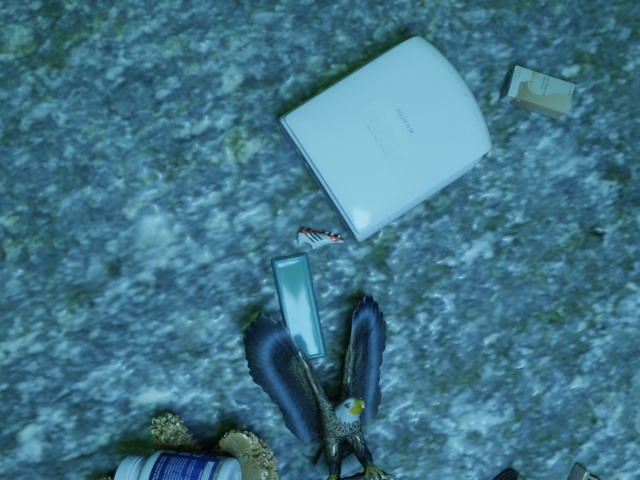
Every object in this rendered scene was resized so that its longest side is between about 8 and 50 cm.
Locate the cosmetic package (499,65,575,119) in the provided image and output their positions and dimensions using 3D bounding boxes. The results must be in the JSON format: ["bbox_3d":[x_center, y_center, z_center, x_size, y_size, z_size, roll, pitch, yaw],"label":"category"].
[{"bbox_3d":[0.393,-0.269,0.921,0.115,0.041,0.060,15,87,-3],"label":"cosmetic package"}]

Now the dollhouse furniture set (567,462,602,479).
[{"bbox_3d":[0.433,0.474,0.834,0.101,0.182,0.160,26,88,-2],"label":"dollhouse furniture set"}]

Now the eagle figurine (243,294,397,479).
[{"bbox_3d":[0.022,0.258,0.827,0.225,0.226,0.298,-32,61,31],"label":"eagle figurine"}]

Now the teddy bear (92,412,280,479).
[{"bbox_3d":[-0.227,0.417,0.848,0.338,0.113,0.245,-43,84,4],"label":"teddy bear"}]

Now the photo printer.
[{"bbox_3d":[0.123,-0.182,0.870,0.308,0.107,0.256,-32,91,-3],"label":"photo printer"}]

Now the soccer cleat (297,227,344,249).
[{"bbox_3d":[0.000,0.000,0.900,0.083,0.029,0.035,10,97,0],"label":"soccer cleat"}]

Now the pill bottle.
[{"bbox_3d":[-0.210,0.361,0.745,0.170,0.094,0.094,2,88,9],"label":"pill bottle"}]

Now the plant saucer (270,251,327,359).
[{"bbox_3d":[-0.038,0.120,0.899,0.067,0.018,0.191,-11,88,-4],"label":"plant saucer"}]

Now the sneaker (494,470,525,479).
[{"bbox_3d":[0.295,0.490,0.884,0.188,0.066,0.071,-37,93,-3],"label":"sneaker"}]
